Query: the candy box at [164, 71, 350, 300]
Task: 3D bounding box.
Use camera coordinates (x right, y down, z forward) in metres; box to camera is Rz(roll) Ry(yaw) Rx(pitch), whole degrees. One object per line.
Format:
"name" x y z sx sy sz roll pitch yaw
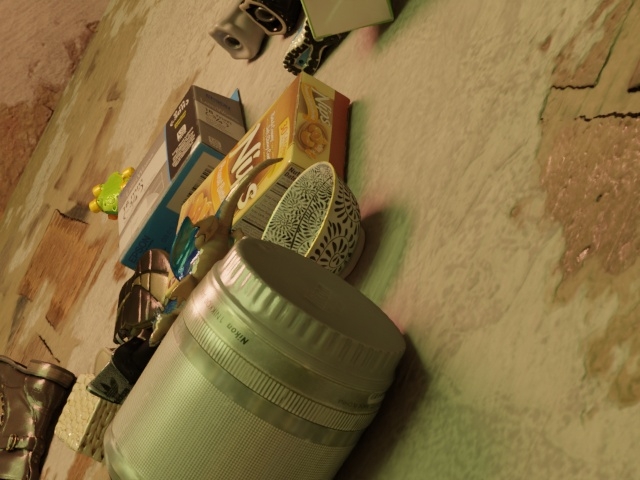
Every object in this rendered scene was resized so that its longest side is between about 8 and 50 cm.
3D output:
"candy box" -0.086 -0.056 1.887 0.316 0.087 0.183 -45 27 38

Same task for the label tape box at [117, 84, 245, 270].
"label tape box" -0.223 -0.111 2.246 0.240 0.106 0.333 -54 23 19

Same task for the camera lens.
"camera lens" -0.069 0.164 1.403 0.274 0.219 0.219 -57 22 13

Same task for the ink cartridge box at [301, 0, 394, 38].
"ink cartridge box" 0.013 -0.464 1.953 0.119 0.207 0.353 -13 38 9

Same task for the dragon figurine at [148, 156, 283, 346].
"dragon figurine" -0.140 0.021 1.750 0.144 0.085 0.289 -170 99 -76

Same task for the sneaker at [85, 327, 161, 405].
"sneaker" -0.221 0.223 1.771 0.101 0.153 0.268 -49 25 32

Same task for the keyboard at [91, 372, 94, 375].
"keyboard" -0.330 0.260 2.164 0.100 0.038 0.192 -31 29 13

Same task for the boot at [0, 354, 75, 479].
"boot" -0.545 0.322 2.444 0.263 0.091 0.229 -4 61 47

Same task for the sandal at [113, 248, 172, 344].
"sandal" -0.242 0.091 2.082 0.303 0.086 0.120 146 138 -68

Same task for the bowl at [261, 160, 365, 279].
"bowl" 0.000 0.000 1.634 0.170 0.080 0.170 -49 25 33

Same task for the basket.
"basket" -0.295 0.255 1.972 0.113 0.103 0.167 -66 22 -8

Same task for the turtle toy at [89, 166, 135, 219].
"turtle toy" -0.370 -0.087 2.606 0.095 0.066 0.130 -28 30 18

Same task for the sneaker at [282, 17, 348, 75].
"sneaker" -0.002 -0.314 2.042 0.162 0.063 0.073 -45 24 38

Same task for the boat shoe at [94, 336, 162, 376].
"boat shoe" -0.285 0.189 2.104 0.206 0.065 0.075 -32 61 58

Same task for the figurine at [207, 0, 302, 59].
"figurine" -0.078 -0.422 2.335 0.215 0.092 0.209 -23 36 60
